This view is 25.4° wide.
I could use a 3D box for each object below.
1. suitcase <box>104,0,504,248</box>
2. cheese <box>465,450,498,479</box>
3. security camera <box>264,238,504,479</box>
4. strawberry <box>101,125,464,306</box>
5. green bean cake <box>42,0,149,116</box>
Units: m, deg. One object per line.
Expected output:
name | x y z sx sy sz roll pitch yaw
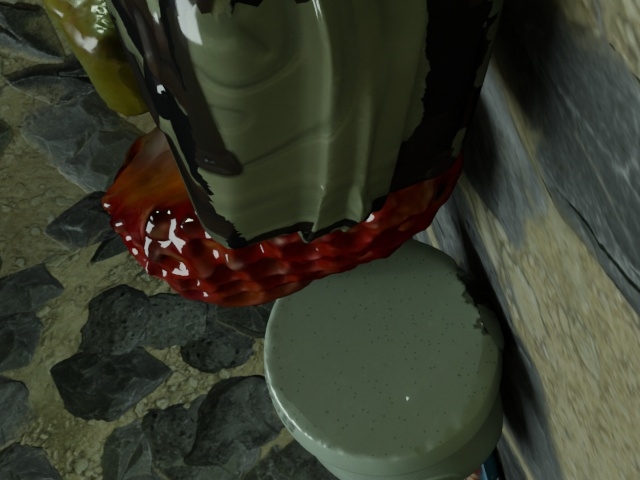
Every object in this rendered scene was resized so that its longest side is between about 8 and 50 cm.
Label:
suitcase | -0.028 -0.201 0.695 0.339 0.194 0.352 95 154 -67
cheese | 0.160 0.233 1.428 0.106 0.037 0.256 -125 16 -83
security camera | 0.058 0.119 1.179 0.236 0.194 0.195 72 177 -67
strawberry | -0.004 -0.045 1.019 0.149 0.265 0.336 53 160 -23
green bean cake | -0.098 -0.226 1.068 0.233 0.236 0.124 58 178 34
